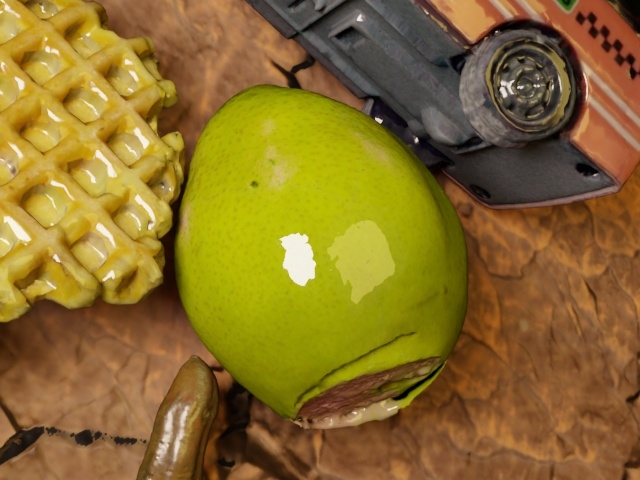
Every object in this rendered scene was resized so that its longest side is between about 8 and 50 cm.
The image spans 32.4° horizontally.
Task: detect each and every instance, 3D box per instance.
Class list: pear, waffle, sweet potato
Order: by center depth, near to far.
[{"bbox_3d":[-0.195,-0.064,0.649,0.245,0.052,0.254,10,54,-23],"label":"waffle"},{"bbox_3d":[-0.092,0.161,0.679,0.053,0.054,0.182,1,77,6],"label":"sweet potato"},{"bbox_3d":[0.000,0.000,0.705,0.187,0.187,0.220,-1,60,-29],"label":"pear"}]

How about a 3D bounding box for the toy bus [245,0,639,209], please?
[{"bbox_3d":[0.057,-0.220,0.748,0.427,0.203,0.233,42,74,-14],"label":"toy bus"}]
